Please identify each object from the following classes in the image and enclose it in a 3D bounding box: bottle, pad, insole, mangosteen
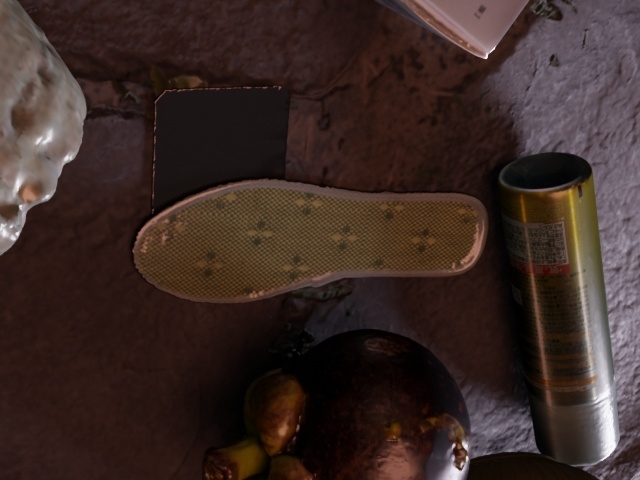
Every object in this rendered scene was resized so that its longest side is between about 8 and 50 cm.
[{"bbox_3d":[0.214,0.066,1.218,0.082,0.082,0.286,-20,117,-16],"label":"bottle"},{"bbox_3d":[-0.080,-0.045,1.086,0.112,0.003,0.157,-4,113,-23],"label":"pad"},{"bbox_3d":[0.000,0.000,1.136,0.322,0.007,0.109,-1,112,-24],"label":"insole"},{"bbox_3d":[0.009,0.163,1.104,0.217,0.192,0.192,4,109,-21],"label":"mangosteen"}]

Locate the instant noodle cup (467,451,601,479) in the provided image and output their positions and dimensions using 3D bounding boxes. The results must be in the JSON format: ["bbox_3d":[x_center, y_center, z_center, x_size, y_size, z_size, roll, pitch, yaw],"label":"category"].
[{"bbox_3d":[0.160,0.252,1.231,0.274,0.090,0.274,-7,152,-4],"label":"instant noodle cup"}]

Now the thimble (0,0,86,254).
[{"bbox_3d":[-0.290,-0.062,0.819,0.291,0.291,0.195,-45,121,-2],"label":"thimble"}]

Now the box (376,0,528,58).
[{"bbox_3d":[0.126,-0.316,0.968,0.145,0.173,0.333,32,96,-33],"label":"box"}]
